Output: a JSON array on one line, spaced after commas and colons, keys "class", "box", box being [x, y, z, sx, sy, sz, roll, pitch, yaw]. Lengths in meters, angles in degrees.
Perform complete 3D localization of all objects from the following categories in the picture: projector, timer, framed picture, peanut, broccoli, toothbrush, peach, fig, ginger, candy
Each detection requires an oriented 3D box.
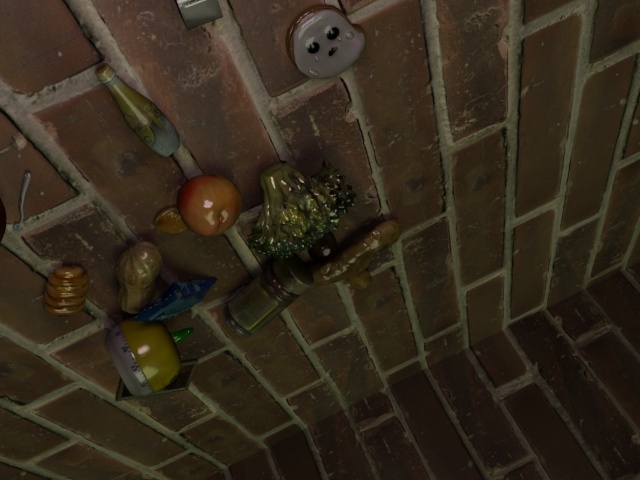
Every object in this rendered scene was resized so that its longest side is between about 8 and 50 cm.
[{"class": "projector", "box": [-0.259, -0.500, 1.255, 0.082, 0.083, 0.083, -23, 144, -6]}, {"class": "timer", "box": [-0.544, 0.354, 1.998, 0.285, 0.285, 0.285, -17, 143, -13]}, {"class": "framed picture", "box": [-0.642, 0.548, 2.369, 0.289, 0.020, 0.211, -2, 137, -30]}, {"class": "peanut", "box": [-0.548, 0.116, 1.802, 0.130, 0.130, 0.290, -5, 138, -28]}, {"class": "broccoli", "box": [-0.062, -0.077, 1.737, 0.334, 0.324, 0.272, -33, 135, -11]}, {"class": "toothbrush", "box": [-0.744, -0.095, 1.507, 0.022, 0.017, 0.204, -17, 148, -47]}, {"class": "peach", "box": [-0.303, -0.098, 1.653, 0.184, 0.184, 0.184, -17, 143, -13]}, {"class": "fig", "box": [0.000, 0.000, 2.040, 0.109, 0.103, 0.154, -3, 119, 33]}, {"class": "ginger", "box": [0.109, 0.072, 2.174, 0.348, 0.122, 0.363, -10, 152, -35]}, {"class": "candy", "box": [-0.449, 0.187, 1.916, 0.187, 0.077, 0.331, -36, 171, 12]}]

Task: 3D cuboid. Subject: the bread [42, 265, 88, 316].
[{"class": "bread", "box": [-0.741, 0.150, 1.760, 0.119, 0.084, 0.177, -1, 133, -33]}]

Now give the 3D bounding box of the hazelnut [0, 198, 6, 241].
[{"class": "hazelnut", "box": [-0.830, -0.048, 1.391, 0.208, 0.208, 0.208, -17, 143, -13]}]

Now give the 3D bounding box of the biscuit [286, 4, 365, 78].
[{"class": "biscuit", "box": [0.012, -0.481, 1.486, 0.181, 0.049, 0.208, -42, 143, 19]}]

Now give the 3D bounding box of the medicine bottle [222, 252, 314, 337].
[{"class": "medicine bottle", "box": [-0.186, 0.193, 2.105, 0.322, 0.151, 0.151, -41, 142, 19]}]

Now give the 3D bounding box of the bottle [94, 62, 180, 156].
[{"class": "bottle", "box": [-0.425, -0.301, 1.400, 0.083, 0.083, 0.269, -31, 141, 5]}]

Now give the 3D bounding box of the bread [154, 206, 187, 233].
[{"class": "bread", "box": [-0.427, -0.057, 1.749, 0.110, 0.024, 0.110, -17, 143, -13]}]
